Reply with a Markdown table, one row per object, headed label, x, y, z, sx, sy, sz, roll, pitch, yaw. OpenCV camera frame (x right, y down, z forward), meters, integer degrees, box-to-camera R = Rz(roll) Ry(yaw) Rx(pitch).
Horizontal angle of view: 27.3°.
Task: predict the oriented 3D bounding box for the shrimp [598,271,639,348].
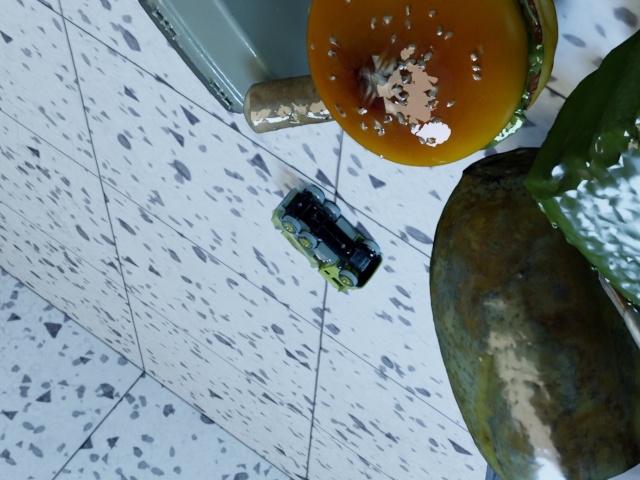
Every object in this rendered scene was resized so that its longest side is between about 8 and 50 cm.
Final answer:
| label | x | y | z | sx | sy | sz | roll | pitch | yaw |
| --- | --- | --- | --- | --- | --- | --- | --- | --- | --- |
| shrimp | 0.331 | 0.029 | 1.250 | 0.085 | 0.247 | 0.360 | -31 | 96 | 39 |

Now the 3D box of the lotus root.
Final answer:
| label | x | y | z | sx | sy | sz | roll | pitch | yaw |
| --- | --- | --- | --- | --- | --- | --- | --- | --- | --- |
| lotus root | 0.236 | 0.078 | 1.389 | 0.250 | 0.250 | 0.346 | -2 | 106 | 58 |

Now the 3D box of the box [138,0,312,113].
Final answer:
| label | x | y | z | sx | sy | sz | roll | pitch | yaw |
| --- | --- | --- | --- | --- | --- | --- | --- | --- | --- |
| box | -0.091 | -0.252 | 1.473 | 0.129 | 0.148 | 0.210 | 2 | 141 | 45 |

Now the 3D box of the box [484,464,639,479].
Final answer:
| label | x | y | z | sx | sy | sz | roll | pitch | yaw |
| --- | --- | --- | --- | --- | --- | --- | --- | --- | --- |
| box | 0.341 | 0.278 | 1.637 | 0.206 | 0.291 | 0.262 | 10 | 117 | -7 |

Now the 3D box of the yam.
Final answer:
| label | x | y | z | sx | sy | sz | roll | pitch | yaw |
| --- | --- | --- | --- | --- | --- | --- | --- | --- | --- |
| yam | 0.057 | -0.155 | 1.382 | 0.300 | 0.066 | 0.066 | -6 | 138 | 22 |

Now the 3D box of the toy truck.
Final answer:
| label | x | y | z | sx | sy | sz | roll | pitch | yaw |
| --- | --- | --- | --- | --- | --- | --- | --- | --- | --- |
| toy truck | 0.000 | 0.000 | 1.895 | 0.169 | 0.077 | 0.100 | 43 | 155 | -12 |

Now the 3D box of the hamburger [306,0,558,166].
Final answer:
| label | x | y | z | sx | sy | sz | roll | pitch | yaw |
| --- | --- | --- | --- | --- | --- | --- | --- | --- | --- |
| hamburger | 0.088 | -0.182 | 1.208 | 0.246 | 0.170 | 0.246 | 18 | 127 | 26 |

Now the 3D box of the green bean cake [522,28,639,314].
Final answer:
| label | x | y | z | sx | sy | sz | roll | pitch | yaw |
| --- | --- | --- | --- | --- | --- | --- | --- | --- | --- |
| green bean cake | 0.377 | -0.053 | 1.060 | 0.335 | 0.218 | 0.319 | 38 | 151 | -14 |
